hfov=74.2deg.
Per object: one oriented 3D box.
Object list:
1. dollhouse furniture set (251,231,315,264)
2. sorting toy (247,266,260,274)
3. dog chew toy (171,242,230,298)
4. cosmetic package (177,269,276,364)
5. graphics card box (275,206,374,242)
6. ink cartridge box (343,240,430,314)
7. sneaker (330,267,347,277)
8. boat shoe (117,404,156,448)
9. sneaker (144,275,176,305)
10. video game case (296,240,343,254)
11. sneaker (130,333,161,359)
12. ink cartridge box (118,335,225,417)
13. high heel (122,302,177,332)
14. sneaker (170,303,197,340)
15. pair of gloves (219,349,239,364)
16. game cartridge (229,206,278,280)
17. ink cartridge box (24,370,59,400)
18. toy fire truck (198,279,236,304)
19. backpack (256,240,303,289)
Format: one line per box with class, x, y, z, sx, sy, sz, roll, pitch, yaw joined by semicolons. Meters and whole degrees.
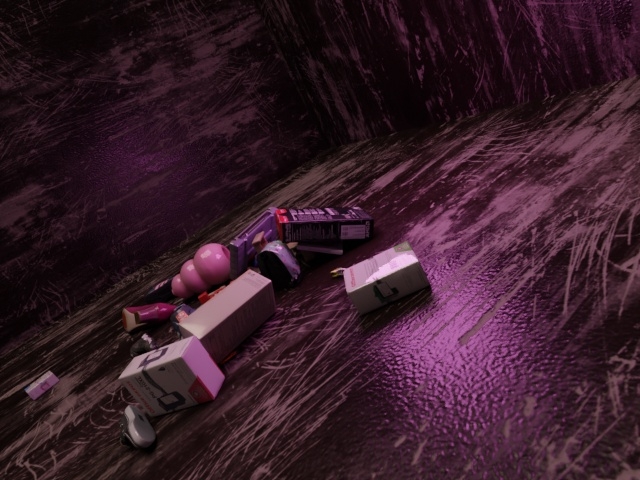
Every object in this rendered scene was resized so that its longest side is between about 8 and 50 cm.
dollhouse furniture set;-0.153;0.012;1.873;0.242;0.160;0.212;-25;19;12
sorting toy;-0.296;0.146;1.922;0.075;0.044;0.083;-20;19;4
dog chew toy;-0.579;0.162;2.055;0.332;0.206;0.206;-36;18;6
cosmetic package;-0.294;0.253;1.395;0.113;0.160;0.309;24;44;31
graphics card box;0.010;-0.069;1.727;0.372;0.094;0.233;-4;16;-10
ink cartridge box;0.189;0.108;1.248;0.220;0.092;0.160;-26;19;9
sneaker;0.072;0.108;1.510;0.083;0.031;0.035;-12;24;40
boat shoe;-0.530;0.538;1.189;0.229;0.080;0.076;8;58;56
sneaker;-0.791;0.238;2.267;0.319;0.112;0.131;-23;22;11
video game case;0.000;0.000;1.755;0.184;0.023;0.201;8;22;-1
sneaker;-0.700;0.439;1.683;0.106;0.078;0.234;-42;19;-26
ink cartridge box;-0.434;0.403;1.242;0.238;0.171;0.100;-22;20;19
high heel;-0.844;0.373;2.072;0.182;0.127;0.378;-7;-3;-39
sneaker;-0.473;0.322;1.543;0.131;0.148;0.350;-37;21;-22
pair of gloves;-0.301;0.370;1.390;0.074;0.010;0.083;-30;18;-4
game cartridge;-0.310;0.016;2.020;0.068;0.230;0.355;18;39;18
ink cartridge box;-1.281;0.664;1.947;0.089;0.052;0.122;-7;27;48
toy fire truck;-0.448;0.234;1.892;0.192;0.047;0.135;-32;18;-12
backpack;-0.163;0.094;1.645;0.152;0.181;0.115;-18;21;30
